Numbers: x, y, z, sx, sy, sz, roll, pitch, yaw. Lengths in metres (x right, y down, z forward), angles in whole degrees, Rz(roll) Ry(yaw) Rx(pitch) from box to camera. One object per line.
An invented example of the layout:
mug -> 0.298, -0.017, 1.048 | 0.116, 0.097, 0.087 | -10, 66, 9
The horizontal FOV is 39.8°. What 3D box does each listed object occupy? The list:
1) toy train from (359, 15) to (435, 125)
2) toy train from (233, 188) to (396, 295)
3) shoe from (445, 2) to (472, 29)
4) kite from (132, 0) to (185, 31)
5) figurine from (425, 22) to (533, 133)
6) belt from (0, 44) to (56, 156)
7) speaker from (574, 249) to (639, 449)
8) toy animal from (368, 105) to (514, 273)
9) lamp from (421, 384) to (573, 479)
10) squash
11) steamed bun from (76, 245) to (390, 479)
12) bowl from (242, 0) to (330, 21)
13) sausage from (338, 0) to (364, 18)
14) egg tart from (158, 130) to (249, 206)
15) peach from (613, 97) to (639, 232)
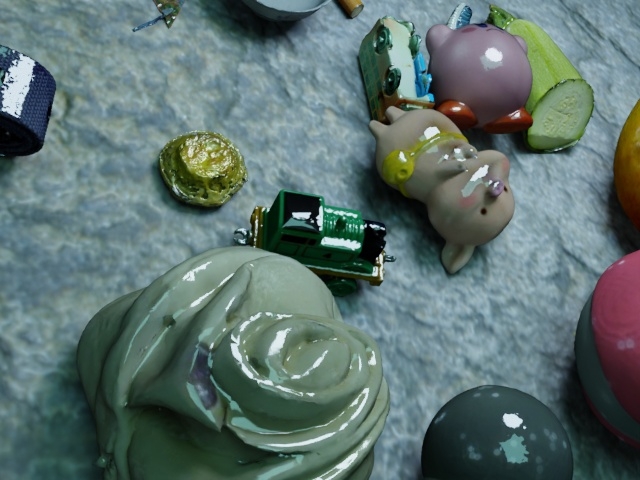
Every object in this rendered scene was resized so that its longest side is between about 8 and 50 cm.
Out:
toy train -> 0.119, -0.264, 1.389 | 0.072, 0.099, 0.188 | 2, 60, -22
toy train -> 0.000, 0.000, 1.170 | 0.227, 0.136, 0.091 | 9, 59, -12
shoe -> 0.239, -0.343, 1.499 | 0.071, 0.064, 0.143 | 20, 59, -7
kite -> -0.264, -0.407, 1.386 | 0.160, 0.010, 0.183 | -23, 71, -29
figurine -> 0.249, -0.257, 1.387 | 0.173, 0.173, 0.173 | 9, 59, -15
belt -> -0.459, -0.177, 1.114 | 0.230, 0.139, 0.126 | 12, 63, -15
speaker -> 0.475, 0.140, 1.171 | 0.294, 0.294, 0.294 | 9, 59, -15
toy animal -> 0.174, -0.098, 1.288 | 0.165, 0.149, 0.248 | -41, 87, -16
lamp -> 0.196, 0.331, 1.061 | 0.181, 0.182, 0.314 | 14, 89, -12
squash -> 0.368, -0.299, 1.485 | 0.137, 0.137, 0.288 | 1, 59, -19
steamed bun -> -0.077, 0.172, 0.974 | 0.342, 0.255, 0.368 | -8, 66, -26
bowl -> -0.069, -0.407, 1.412 | 0.189, 0.086, 0.189 | 8, 58, -13
sausage -> 0.033, -0.425, 1.492 | 0.031, 0.031, 0.107 | -25, 71, -30
egg tart -> -0.158, -0.106, 1.226 | 0.130, 0.052, 0.130 | 10, 55, -14
peach -> 0.602, -0.130, 1.392 | 0.308, 0.289, 0.289 | -41, 78, 6
